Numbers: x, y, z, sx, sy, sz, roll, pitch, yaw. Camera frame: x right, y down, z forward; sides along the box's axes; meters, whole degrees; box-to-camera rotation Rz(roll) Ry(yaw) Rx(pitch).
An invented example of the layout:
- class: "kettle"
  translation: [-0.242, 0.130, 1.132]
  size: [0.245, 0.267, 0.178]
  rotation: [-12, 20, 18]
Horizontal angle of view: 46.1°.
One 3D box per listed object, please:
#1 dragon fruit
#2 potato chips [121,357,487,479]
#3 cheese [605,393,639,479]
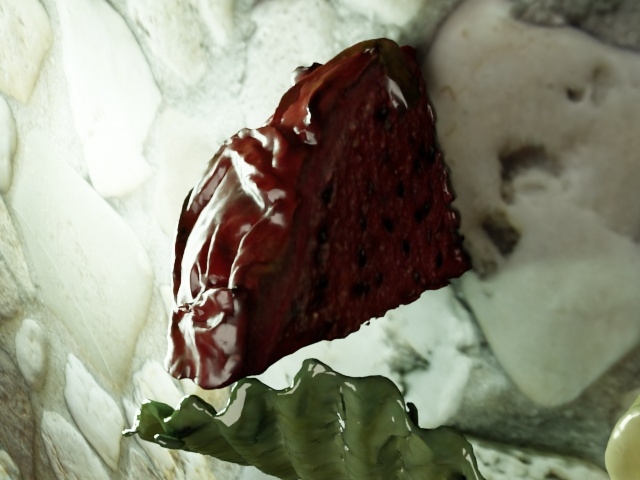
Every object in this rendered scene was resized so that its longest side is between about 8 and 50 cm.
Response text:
- class: "dragon fruit"
  translation: [0.000, 0.000, 0.611]
  size: [0.240, 0.330, 0.302]
  rotation: [20, 124, 12]
- class: "potato chips"
  translation: [0.012, 0.207, 0.679]
  size: [0.373, 0.097, 0.389]
  rotation: [22, 157, -1]
- class: "cheese"
  translation: [0.396, 0.218, 0.429]
  size: [0.384, 0.104, 0.384]
  rotation: [25, 127, 37]
